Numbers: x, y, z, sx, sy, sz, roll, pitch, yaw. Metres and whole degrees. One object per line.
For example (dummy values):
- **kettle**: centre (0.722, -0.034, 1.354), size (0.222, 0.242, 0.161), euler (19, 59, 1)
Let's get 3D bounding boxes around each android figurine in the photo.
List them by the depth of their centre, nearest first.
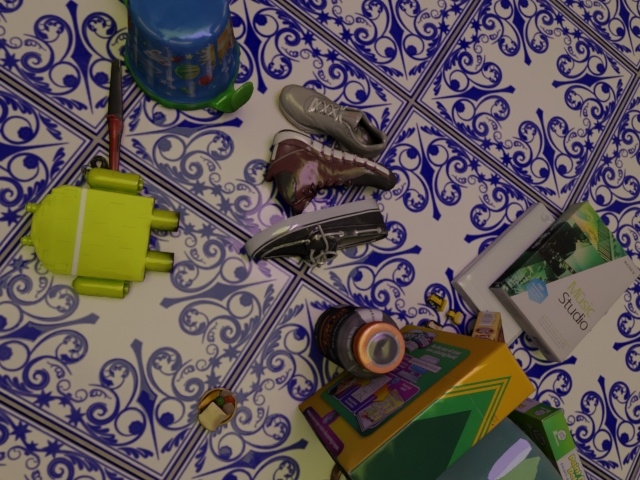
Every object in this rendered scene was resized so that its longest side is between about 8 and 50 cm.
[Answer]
- **android figurine**: centre (-0.416, -0.013, 0.878), size (0.273, 0.056, 0.247), euler (6, 93, -15)

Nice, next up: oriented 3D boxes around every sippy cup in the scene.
- **sippy cup**: centre (-0.264, -0.399, 0.882), size (0.306, 0.224, 0.239), euler (12, 83, -13)

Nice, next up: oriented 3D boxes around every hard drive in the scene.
- **hard drive**: centre (0.488, 0.079, 1.121), size (0.308, 0.040, 0.203), euler (-40, 95, -13)

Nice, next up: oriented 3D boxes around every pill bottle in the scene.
- **pill bottle**: centre (0.076, 0.194, 0.900), size (0.131, 0.246, 0.130), euler (1, 84, -14)

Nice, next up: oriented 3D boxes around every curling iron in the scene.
- **curling iron**: centre (-0.426, -0.235, 0.923), size (0.068, 0.035, 0.273), euler (7, 84, -14)

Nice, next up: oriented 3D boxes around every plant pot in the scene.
- **plant pot**: centre (0.286, 0.487, 0.896), size (0.235, 0.293, 0.292), euler (-34, 93, -17)

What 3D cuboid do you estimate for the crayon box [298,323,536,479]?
- **crayon box**: centre (0.145, 0.295, 0.848), size (0.313, 0.363, 0.106), euler (-32, 93, -14)

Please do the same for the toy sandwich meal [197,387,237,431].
- **toy sandwich meal**: centre (-0.209, 0.339, 0.927), size (0.086, 0.029, 0.085), euler (1, 85, -14)

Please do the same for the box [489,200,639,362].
- **box**: centre (0.586, 0.093, 1.092), size (0.322, 0.058, 0.232), euler (-41, 96, -15)

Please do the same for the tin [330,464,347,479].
- **tin**: centre (0.112, 0.493, 0.991), size (0.190, 0.040, 0.106), euler (-29, 97, -15)

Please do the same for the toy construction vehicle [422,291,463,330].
- **toy construction vehicle**: centre (0.278, 0.180, 1.065), size (0.098, 0.035, 0.085), euler (30, 68, -12)

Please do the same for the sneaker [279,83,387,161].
- **sneaker**: centre (0.036, -0.268, 0.997), size (0.263, 0.121, 0.099), euler (29, 78, -10)

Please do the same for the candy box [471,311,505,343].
- **candy box**: centre (0.360, 0.250, 0.998), size (0.186, 0.053, 0.109), euler (-46, 125, -53)

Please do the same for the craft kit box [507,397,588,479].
- **craft kit box**: centre (0.444, 0.448, 0.969), size (0.061, 0.247, 0.249), euler (-20, 89, -17)

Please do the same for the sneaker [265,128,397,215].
- **sneaker**: centre (0.012, -0.118, 0.998), size (0.282, 0.106, 0.162), euler (20, 85, -1)

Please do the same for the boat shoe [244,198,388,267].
- **boat shoe**: centre (-0.001, 0.001, 0.969), size (0.307, 0.113, 0.104), euler (-15, 74, -24)
